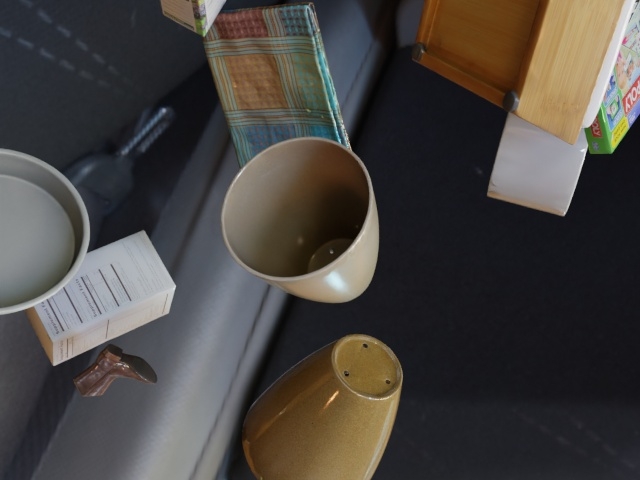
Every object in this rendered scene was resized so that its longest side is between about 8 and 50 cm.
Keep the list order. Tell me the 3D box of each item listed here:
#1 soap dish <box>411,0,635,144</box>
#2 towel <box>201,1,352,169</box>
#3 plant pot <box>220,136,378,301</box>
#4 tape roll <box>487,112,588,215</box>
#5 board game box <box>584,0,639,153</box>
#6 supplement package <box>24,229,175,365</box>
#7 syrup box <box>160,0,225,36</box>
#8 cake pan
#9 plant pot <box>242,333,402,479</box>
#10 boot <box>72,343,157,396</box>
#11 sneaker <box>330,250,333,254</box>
[{"bbox_3d":[0.234,-0.273,1.069,0.118,0.229,0.291,1,-155,-28],"label":"soap dish"},{"bbox_3d":[-0.087,-0.273,1.717,0.271,0.040,0.370,3,124,30],"label":"towel"},{"bbox_3d":[0.000,0.000,1.516,0.256,0.257,0.274,5,158,21],"label":"plant pot"},{"bbox_3d":[0.461,-0.188,1.843,0.169,0.246,0.246,15,160,12],"label":"tape roll"},{"bbox_3d":[0.546,-0.332,1.589,0.046,0.317,0.214,5,131,42],"label":"board game box"},{"bbox_3d":[-0.415,0.106,1.643,0.244,0.134,0.139,-24,162,-27],"label":"supplement package"},{"bbox_3d":[-0.229,-0.466,1.548,0.093,0.096,0.237,28,168,2],"label":"syrup box"},{"bbox_3d":[-0.508,-0.009,1.355,0.293,0.293,0.054,17,146,-10],"label":"cake pan"},{"bbox_3d":[0.023,0.268,1.408,0.237,0.237,0.254,17,134,-12],"label":"plant pot"},{"bbox_3d":[-0.340,0.231,1.448,0.106,0.037,0.114,38,116,-14],"label":"boot"},{"bbox_3d":[0.012,-0.021,2.205,0.072,0.178,0.077,-9,135,-21],"label":"sneaker"}]
